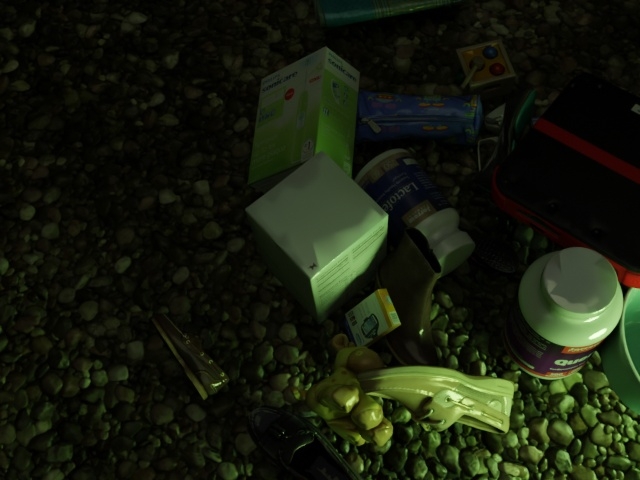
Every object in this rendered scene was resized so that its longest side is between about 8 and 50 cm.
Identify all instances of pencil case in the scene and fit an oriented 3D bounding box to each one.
[{"bbox_3d":[0.210,-0.272,1.810,0.306,0.133,0.119,2,107,5],"label":"pencil case"}]

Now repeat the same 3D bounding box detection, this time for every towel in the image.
[{"bbox_3d":[0.155,-0.656,1.973,0.370,0.040,0.271,-10,67,-3],"label":"towel"}]

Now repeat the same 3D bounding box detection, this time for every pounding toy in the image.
[{"bbox_3d":[0.369,-0.390,1.872,0.141,0.100,0.130,-14,65,-2],"label":"pounding toy"}]

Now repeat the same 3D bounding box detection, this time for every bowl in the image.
[{"bbox_3d":[0.658,0.217,1.515,0.312,0.163,0.311,6,65,-12],"label":"bowl"}]

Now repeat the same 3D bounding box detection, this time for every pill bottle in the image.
[{"bbox_3d":[0.197,-0.053,1.700,0.153,0.153,0.264,-32,67,-10],"label":"pill bottle"},{"bbox_3d":[0.448,0.135,1.502,0.182,0.323,0.181,-2,65,4],"label":"pill bottle"}]

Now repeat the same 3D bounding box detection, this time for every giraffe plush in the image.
[{"bbox_3d":[0.065,0.280,1.573,0.210,0.181,0.170,4,48,44],"label":"giraffe plush"}]

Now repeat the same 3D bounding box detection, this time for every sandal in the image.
[{"bbox_3d":[0.346,0.023,1.723,0.179,0.040,0.067,29,64,31],"label":"sandal"}]

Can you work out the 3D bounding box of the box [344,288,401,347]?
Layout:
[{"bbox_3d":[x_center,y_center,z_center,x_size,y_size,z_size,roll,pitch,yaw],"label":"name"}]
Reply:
[{"bbox_3d":[0.101,0.162,1.634,0.028,0.136,0.081,-5,65,-37],"label":"box"}]

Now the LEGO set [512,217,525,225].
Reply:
[{"bbox_3d":[0.563,-0.094,1.643,0.331,0.192,0.255,36,80,11],"label":"LEGO set"}]

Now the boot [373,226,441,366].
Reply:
[{"bbox_3d":[0.187,0.123,1.585,0.090,0.207,0.248,-12,60,-26],"label":"boot"}]

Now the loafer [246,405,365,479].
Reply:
[{"bbox_3d":[-0.019,0.410,1.533,0.302,0.095,0.109,37,72,18],"label":"loafer"}]

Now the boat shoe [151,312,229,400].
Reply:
[{"bbox_3d":[-0.266,0.227,1.651,0.073,0.073,0.207,-35,75,-14],"label":"boat shoe"}]

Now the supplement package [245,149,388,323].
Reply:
[{"bbox_3d":[0.000,0.000,1.628,0.198,0.262,0.199,-39,69,-13],"label":"supplement package"}]

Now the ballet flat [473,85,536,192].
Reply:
[{"bbox_3d":[0.406,-0.235,1.805,0.096,0.095,0.280,13,66,19],"label":"ballet flat"}]

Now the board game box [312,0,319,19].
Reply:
[{"bbox_3d":[0.115,-0.733,2.066,0.319,0.066,0.318,-11,65,-1],"label":"board game box"}]

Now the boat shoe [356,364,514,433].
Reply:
[{"bbox_3d":[0.222,0.297,1.494,0.341,0.122,0.110,12,73,-25],"label":"boat shoe"}]

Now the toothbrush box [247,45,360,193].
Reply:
[{"bbox_3d":[-0.035,-0.249,1.773,0.206,0.122,0.283,-16,57,40],"label":"toothbrush box"}]

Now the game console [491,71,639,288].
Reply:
[{"bbox_3d":[0.559,-0.121,1.538,0.386,0.060,0.342,36,76,27],"label":"game console"}]

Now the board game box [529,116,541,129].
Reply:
[{"bbox_3d":[0.556,-0.191,1.803,0.136,0.035,0.201,-6,65,1],"label":"board game box"}]
